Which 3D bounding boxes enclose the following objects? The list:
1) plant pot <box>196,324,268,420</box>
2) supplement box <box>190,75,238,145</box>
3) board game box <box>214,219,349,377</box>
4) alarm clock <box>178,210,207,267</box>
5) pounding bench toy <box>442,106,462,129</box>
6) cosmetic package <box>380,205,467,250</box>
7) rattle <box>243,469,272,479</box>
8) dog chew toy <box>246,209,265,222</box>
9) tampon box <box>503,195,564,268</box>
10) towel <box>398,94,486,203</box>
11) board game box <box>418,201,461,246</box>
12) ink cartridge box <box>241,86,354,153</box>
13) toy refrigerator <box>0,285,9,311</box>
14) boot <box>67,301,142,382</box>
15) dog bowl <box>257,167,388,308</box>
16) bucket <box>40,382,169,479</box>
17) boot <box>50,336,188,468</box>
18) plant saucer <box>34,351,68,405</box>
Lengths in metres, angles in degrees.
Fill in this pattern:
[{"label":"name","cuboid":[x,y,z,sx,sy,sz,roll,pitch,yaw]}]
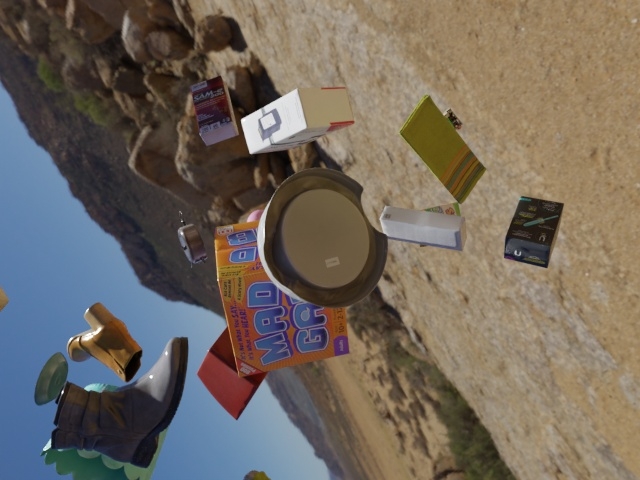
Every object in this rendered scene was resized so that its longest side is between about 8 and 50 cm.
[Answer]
[{"label":"plant pot","cuboid":[-0.320,0.479,2.179,0.235,0.267,0.267,33,127,2]},{"label":"supplement box","cuboid":[-0.394,-0.483,2.070,0.073,0.130,0.240,63,-172,-64]},{"label":"board game box","cuboid":[-0.130,0.157,1.802,0.356,0.356,0.357,-115,16,-61]},{"label":"alarm clock","cuboid":[-0.437,-0.007,1.866,0.129,0.064,0.192,-14,96,69]},{"label":"pounding bench toy","cuboid":[0.363,-0.330,1.567,0.065,0.052,0.083,50,-161,-5]},{"label":"cosmetic package","cuboid":[0.301,-0.037,1.632,0.238,0.061,0.099,10,146,24]},{"label":"rattle","cuboid":[-0.152,0.559,1.118,0.130,0.142,0.200,41,139,9]},{"label":"dog chew toy","cuboid":[-0.117,-0.066,2.072,0.206,0.331,0.207,170,90,-81]},{"label":"tampon box","cuboid":[0.592,-0.024,1.553,0.120,0.161,0.102,15,146,26]},{"label":"towel","cuboid":[0.255,-0.181,1.142,0.237,0.102,0.021,40,168,-34]},{"label":"board game box","cuboid":[0.424,-0.061,1.958,0.039,0.259,0.124,-8,94,45]},{"label":"ink cartridge box","cuboid":[-0.061,-0.303,1.420,0.237,0.171,0.100,-12,93,47]},{"label":"toy refrigerator","cuboid":[-0.673,0.165,0.966,0.102,0.270,0.094,43,-177,26]},{"label":"boot","cuboid":[-0.621,0.335,1.617,0.211,0.104,0.295,46,129,14]},{"label":"dog bowl","cuboid":[0.000,0.000,1.399,0.102,0.348,0.349,-21,96,60]},{"label":"bucket","cuboid":[-0.522,0.496,1.388,0.281,0.280,0.183,71,-153,-42]},{"label":"boot","cuboid":[-0.409,0.319,1.123,0.222,0.339,0.118,20,-162,-18]},{"label":"plant saucer","cuboid":[-0.591,0.309,1.240,0.119,0.021,0.120,15,-90,-89]}]
